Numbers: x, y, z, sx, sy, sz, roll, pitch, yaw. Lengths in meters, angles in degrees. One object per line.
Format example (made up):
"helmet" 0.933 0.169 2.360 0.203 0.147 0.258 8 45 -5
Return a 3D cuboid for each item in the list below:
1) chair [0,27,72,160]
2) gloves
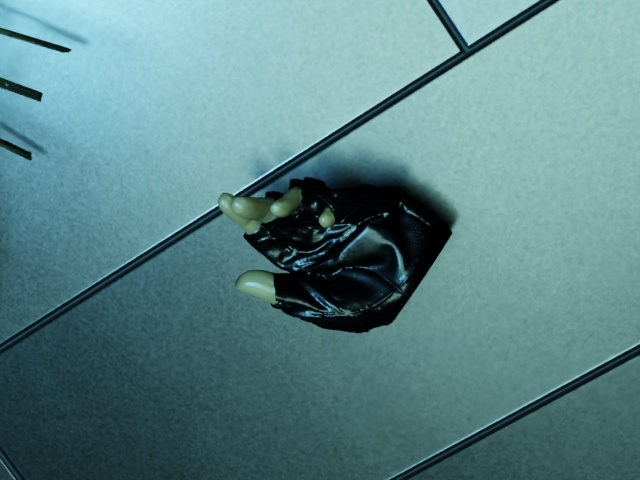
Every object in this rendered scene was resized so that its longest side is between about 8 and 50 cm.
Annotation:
"chair" -0.413 -0.176 1.545 0.326 0.160 0.170 22 116 -7
"gloves" 0.000 0.000 1.562 0.203 0.124 0.164 33 96 0
